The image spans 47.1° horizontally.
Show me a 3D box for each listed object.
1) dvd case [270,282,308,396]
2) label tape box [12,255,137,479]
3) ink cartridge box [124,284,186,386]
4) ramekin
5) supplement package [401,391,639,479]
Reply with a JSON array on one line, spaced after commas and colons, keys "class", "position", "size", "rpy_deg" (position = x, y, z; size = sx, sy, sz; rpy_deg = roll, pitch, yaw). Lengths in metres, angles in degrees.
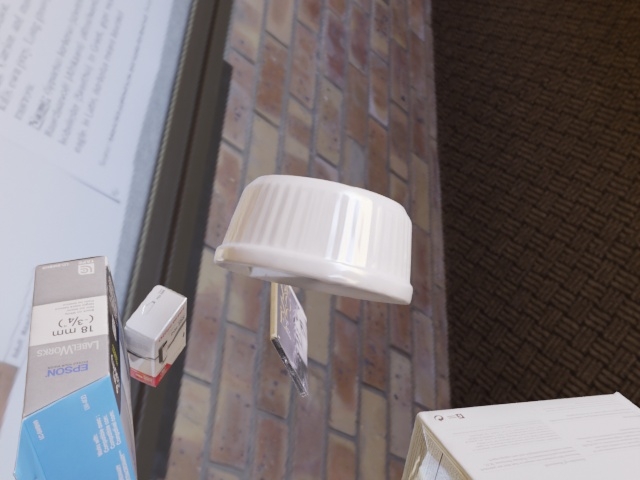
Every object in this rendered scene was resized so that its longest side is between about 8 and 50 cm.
[{"class": "dvd case", "position": [-0.058, 0.163, 1.398], "size": [0.018, 0.164, 0.221], "rpy_deg": [-17, 35, 9]}, {"class": "label tape box", "position": [-0.308, 0.220, 0.959], "size": [0.333, 0.106, 0.240], "rpy_deg": [-111, 17, -48]}, {"class": "ink cartridge box", "position": [-0.262, 0.154, 1.175], "size": [0.135, 0.056, 0.099], "rpy_deg": [103, -166, -47]}, {"class": "ramekin", "position": [0.000, 0.000, 0.999], "size": [0.273, 0.273, 0.127], "rpy_deg": [3, 80, 49]}, {"class": "supplement package", "position": [0.182, 0.225, 0.500], "size": [0.203, 0.194, 0.149], "rpy_deg": [-135, 49, -59]}]
